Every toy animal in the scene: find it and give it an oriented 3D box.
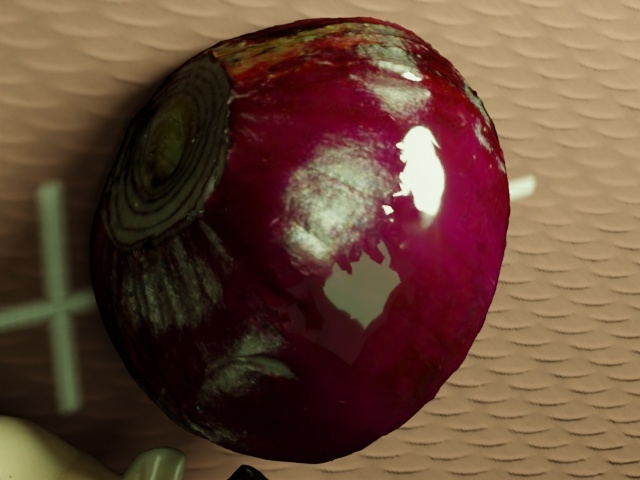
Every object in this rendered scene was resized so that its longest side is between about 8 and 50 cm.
[{"bbox_3d":[-0.235,0.201,1.314,0.250,0.166,0.154,24,53,-42],"label":"toy animal"}]

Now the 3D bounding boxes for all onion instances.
[{"bbox_3d":[0.000,0.000,1.314,0.337,0.260,0.282,-49,121,-4],"label":"onion"}]

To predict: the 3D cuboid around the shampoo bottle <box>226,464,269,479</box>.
[{"bbox_3d":[-0.133,0.293,1.441,0.278,0.104,0.104,-46,126,-7],"label":"shampoo bottle"}]
